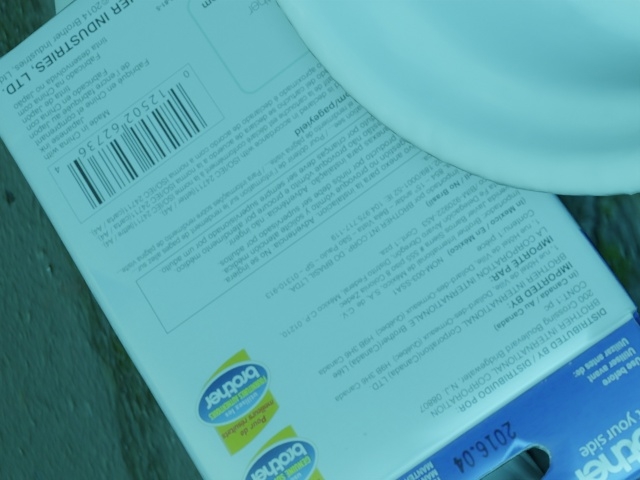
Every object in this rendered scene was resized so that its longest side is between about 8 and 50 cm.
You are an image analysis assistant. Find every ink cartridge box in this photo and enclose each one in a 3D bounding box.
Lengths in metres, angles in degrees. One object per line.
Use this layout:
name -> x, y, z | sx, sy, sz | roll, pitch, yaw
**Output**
ink cartridge box -> 0.000, 0.000, 0.537 | 0.185, 0.065, 0.311 | -36, 71, 8

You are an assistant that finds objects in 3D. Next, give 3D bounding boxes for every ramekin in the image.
ramekin -> 0.103, -0.162, 0.386 | 0.277, 0.135, 0.277 | 19, 117, 42

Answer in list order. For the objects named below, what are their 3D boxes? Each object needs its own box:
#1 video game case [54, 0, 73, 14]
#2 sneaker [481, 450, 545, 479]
video game case -> -0.097, -0.107, 0.699 | 0.157, 0.019, 0.143 | 13, 112, 44
sneaker -> 0.058, 0.153, 0.529 | 0.305, 0.152, 0.114 | 19, 119, 43
